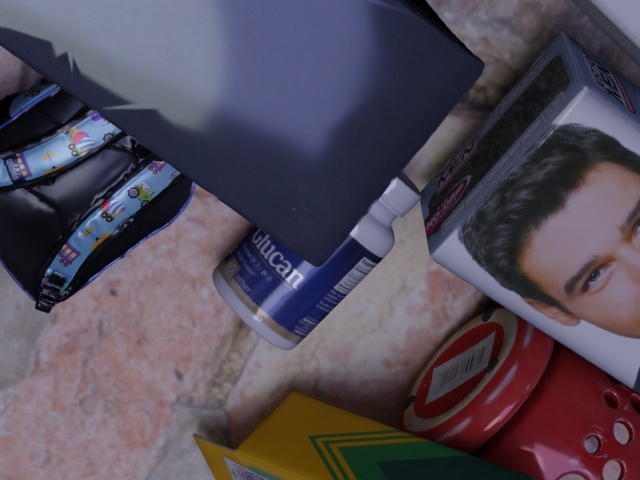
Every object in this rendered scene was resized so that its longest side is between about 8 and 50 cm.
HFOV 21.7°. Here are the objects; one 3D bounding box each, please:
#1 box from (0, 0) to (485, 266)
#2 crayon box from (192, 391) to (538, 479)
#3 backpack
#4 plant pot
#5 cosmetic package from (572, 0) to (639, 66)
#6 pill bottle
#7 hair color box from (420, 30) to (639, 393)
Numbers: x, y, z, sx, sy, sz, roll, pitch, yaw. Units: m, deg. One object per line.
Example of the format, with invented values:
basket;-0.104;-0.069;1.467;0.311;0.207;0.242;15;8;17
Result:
box;-0.099;-0.192;1.153;0.343;0.312;0.179;35;102;-19
crayon box;0.060;0.246;1.381;0.083;0.323;0.203;-44;129;-29
backpack;-0.189;-0.057;1.295;0.173;0.117;0.158;-34;112;5
plant pot;0.173;0.164;1.404;0.174;0.191;0.191;41;100;-17
cosmetic package;0.262;-0.221;1.259;0.385;0.217;0.156;40;100;-23
pill bottle;0.000;0.000;1.361;0.094;0.094;0.169;41;99;-21
hair color box;0.283;0.019;1.354;0.374;0.113;0.185;33;114;-18
